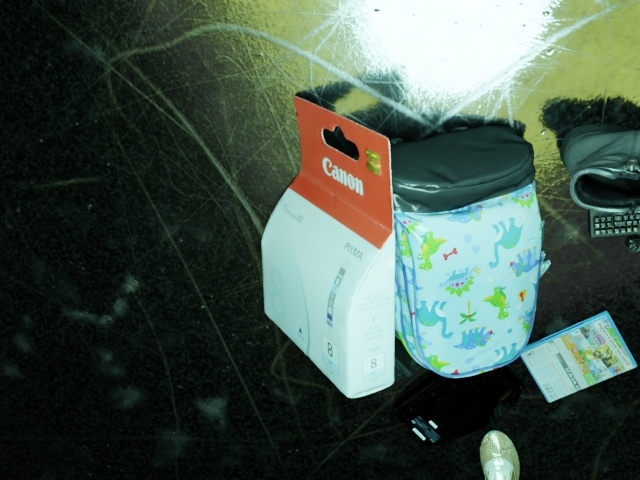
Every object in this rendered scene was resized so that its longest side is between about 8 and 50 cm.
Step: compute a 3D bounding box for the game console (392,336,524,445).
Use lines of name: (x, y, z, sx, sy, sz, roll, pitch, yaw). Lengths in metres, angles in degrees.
game console: (0.178, 0.209, 1.443, 0.213, 0.044, 0.361, -39, 103, 20)

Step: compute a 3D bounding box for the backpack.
backpack: (0.206, 0.036, 1.260, 0.290, 0.273, 0.355, -11, 130, -20)

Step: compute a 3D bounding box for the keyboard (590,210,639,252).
keyboard: (0.526, -0.032, 1.298, 0.180, 0.023, 0.108, -4, 113, 11)

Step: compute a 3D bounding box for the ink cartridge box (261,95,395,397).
ink cartridge box: (0.000, 0.000, 1.237, 0.091, 0.308, 0.384, -14, 116, -23)

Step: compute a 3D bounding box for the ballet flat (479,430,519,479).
ballet flat: (0.340, 0.455, 1.511, 0.073, 0.067, 0.206, -9, 111, 13)

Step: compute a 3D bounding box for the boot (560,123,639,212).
boot: (0.522, -0.099, 1.158, 0.338, 0.222, 0.118, -7, 111, 11)

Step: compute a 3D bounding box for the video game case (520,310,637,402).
video game case: (0.449, 0.205, 1.416, 0.166, 0.015, 0.119, -28, 106, 19)
